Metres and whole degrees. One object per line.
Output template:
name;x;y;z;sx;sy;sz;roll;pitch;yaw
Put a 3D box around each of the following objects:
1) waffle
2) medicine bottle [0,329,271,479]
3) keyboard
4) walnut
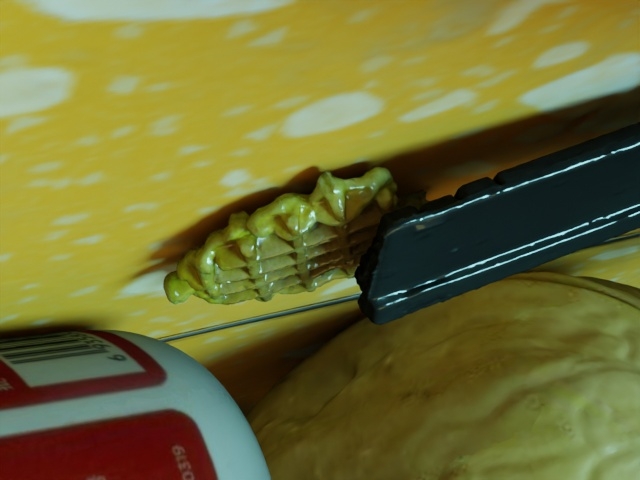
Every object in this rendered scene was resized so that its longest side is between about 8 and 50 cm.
waffle;-0.001;0.001;0.484;0.078;0.016;0.085;-25;163;29
medicine bottle;-0.139;0.098;0.452;0.250;0.131;0.131;-6;161;-39
keyboard;0.101;-0.024;0.478;0.196;0.018;0.060;-20;159;-14
walnut;0.059;0.106;0.628;0.226;0.193;0.193;-35;158;33
